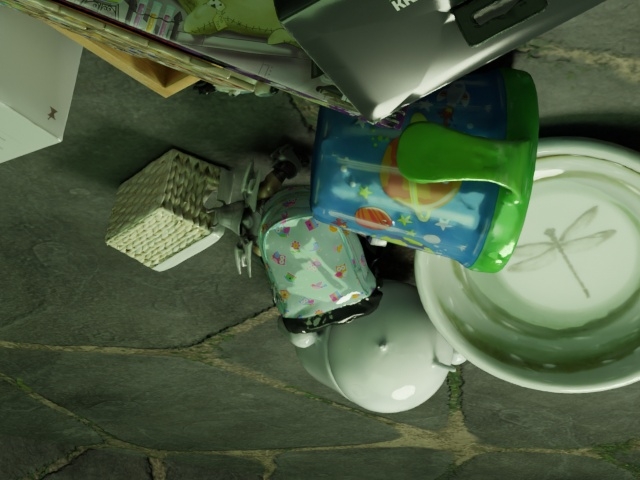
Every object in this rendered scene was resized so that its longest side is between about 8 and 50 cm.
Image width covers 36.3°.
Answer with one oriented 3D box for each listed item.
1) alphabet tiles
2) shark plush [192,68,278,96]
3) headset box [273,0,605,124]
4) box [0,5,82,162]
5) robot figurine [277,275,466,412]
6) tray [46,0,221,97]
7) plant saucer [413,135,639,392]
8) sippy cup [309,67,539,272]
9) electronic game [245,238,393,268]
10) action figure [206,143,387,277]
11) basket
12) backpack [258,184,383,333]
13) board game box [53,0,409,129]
[{"bbox_3d":[-0.186,-0.187,0.920,0.237,0.009,0.198,18,-177,-26],"label":"alphabet tiles"},{"bbox_3d":[-0.083,-0.185,1.142,0.161,0.073,0.067,-23,173,34],"label":"shark plush"},{"bbox_3d":[0.085,-0.254,0.675,0.246,0.283,0.131,-27,143,18],"label":"headset box"},{"bbox_3d":[-0.462,-0.184,1.062,0.345,0.168,0.215,-13,148,30],"label":"box"},{"bbox_3d":[0.080,0.156,1.543,0.300,0.199,0.353,6,-178,-20],"label":"robot figurine"},{"bbox_3d":[-0.231,-0.295,0.922,0.203,0.076,0.411,-19,144,37],"label":"tray"},{"bbox_3d":[0.334,0.026,1.340,0.401,0.100,0.400,8,122,13],"label":"plant saucer"},{"bbox_3d":[0.104,-0.091,1.101,0.224,0.240,0.305,8,147,-2],"label":"sippy cup"},{"bbox_3d":[0.000,0.000,1.488,0.229,0.048,0.229,-4,150,-2],"label":"electronic game"},{"bbox_3d":[-0.013,-0.035,1.324,0.285,0.099,0.185,-1,128,-16],"label":"action figure"},{"bbox_3d":[-0.214,-0.043,1.368,0.103,0.113,0.167,28,144,-32],"label":"basket"},{"bbox_3d":[-0.006,0.020,1.234,0.152,0.115,0.182,-19,112,2],"label":"backpack"},{"bbox_3d":[-0.046,-0.249,0.859,0.347,0.208,0.056,17,-179,-25],"label":"board game box"}]
